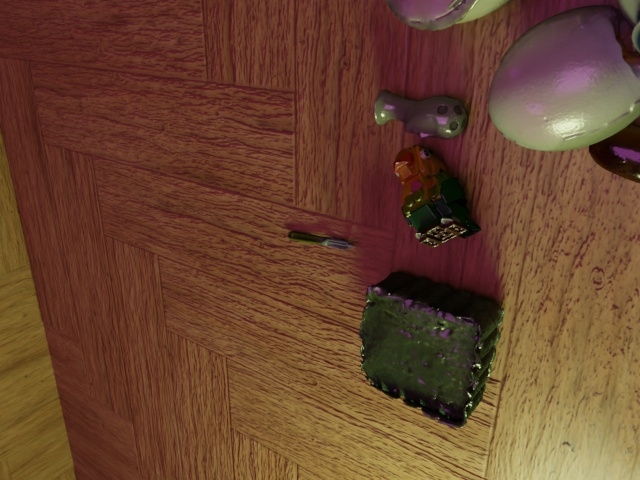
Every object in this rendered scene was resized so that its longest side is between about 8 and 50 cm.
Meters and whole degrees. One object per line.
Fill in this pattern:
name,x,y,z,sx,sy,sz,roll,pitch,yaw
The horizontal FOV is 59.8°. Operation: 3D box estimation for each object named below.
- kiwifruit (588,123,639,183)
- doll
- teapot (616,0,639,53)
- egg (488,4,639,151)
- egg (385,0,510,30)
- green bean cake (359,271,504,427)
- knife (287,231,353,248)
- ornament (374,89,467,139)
kiwifruit,0.449,-0.124,0.790,0.124,0.075,0.075,28,124,29
doll,0.196,-0.079,0.972,0.106,0.134,0.187,-33,81,42
teapot,0.441,-0.269,0.593,0.252,0.423,0.280,21,88,63
egg,0.333,-0.211,0.769,0.217,0.183,0.183,-34,87,48
egg,0.209,-0.435,0.786,0.286,0.174,0.265,48,134,43
green bean cake,0.203,0.201,1.076,0.254,0.132,0.241,15,117,34
knife,0.000,0.000,1.214,0.184,0.026,0.022,10,75,36
ornament,0.173,-0.214,0.957,0.156,0.075,0.081,20,78,29
